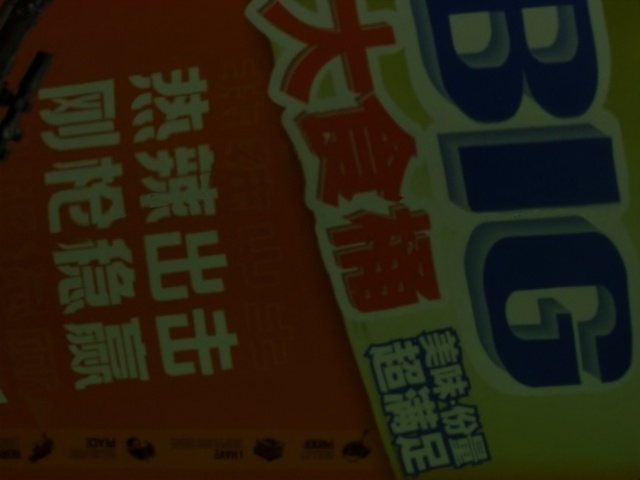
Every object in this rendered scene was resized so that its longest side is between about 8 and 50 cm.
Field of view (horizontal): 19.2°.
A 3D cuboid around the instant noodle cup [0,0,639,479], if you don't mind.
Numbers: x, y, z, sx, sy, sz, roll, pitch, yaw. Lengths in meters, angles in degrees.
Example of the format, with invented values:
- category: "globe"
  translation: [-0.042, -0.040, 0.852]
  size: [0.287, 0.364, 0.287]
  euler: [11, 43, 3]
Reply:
- category: "instant noodle cup"
  translation: [-0.014, -0.008, 0.579]
  size: [0.296, 0.214, 0.296]
  euler: [173, 90, -88]
